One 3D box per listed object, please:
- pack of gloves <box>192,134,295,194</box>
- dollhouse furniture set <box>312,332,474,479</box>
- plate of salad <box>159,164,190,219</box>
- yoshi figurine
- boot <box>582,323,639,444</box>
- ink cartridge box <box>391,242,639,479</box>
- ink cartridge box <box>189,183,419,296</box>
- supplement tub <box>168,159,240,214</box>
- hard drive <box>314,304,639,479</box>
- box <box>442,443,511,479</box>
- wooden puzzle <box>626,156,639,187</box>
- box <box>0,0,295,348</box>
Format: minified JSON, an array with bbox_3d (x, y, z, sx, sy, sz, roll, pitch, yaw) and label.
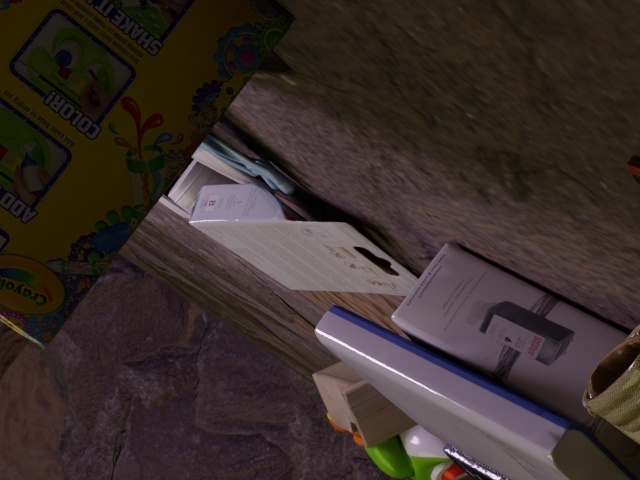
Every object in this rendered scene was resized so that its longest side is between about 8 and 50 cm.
[{"bbox_3d":[-0.131,-0.119,1.350,0.232,0.046,0.195,28,174,-18],"label":"pack of gloves"},{"bbox_3d":[0.159,0.308,1.478,0.256,0.362,0.394,162,84,-81],"label":"dollhouse furniture set"},{"bbox_3d":[-0.167,-0.070,1.624,0.200,0.048,0.200,33,-168,-8],"label":"plate of salad"},{"bbox_3d":[0.179,0.319,1.847,0.362,0.203,0.203,46,126,-13],"label":"yoshi figurine"},{"bbox_3d":[0.292,0.155,0.963,0.203,0.095,0.262,34,169,10],"label":"boot"},{"bbox_3d":[0.192,0.110,1.114,0.218,0.092,0.158,31,170,38],"label":"ink cartridge box"},{"bbox_3d":[0.000,0.000,1.399,0.232,0.066,0.189,-4,151,40],"label":"ink cartridge box"},{"bbox_3d":[-0.119,-0.047,1.522,0.107,0.071,0.071,38,171,-10],"label":"supplement tub"},{"bbox_3d":[0.153,0.166,1.125,0.210,0.040,0.318,42,169,-35],"label":"hard drive"},{"bbox_3d":[0.275,0.230,1.265,0.163,0.142,0.247,44,167,-35],"label":"box"},{"bbox_3d":[0.197,-0.023,0.699,0.049,0.006,0.083,27,167,43],"label":"wooden puzzle"},{"bbox_3d":[-0.204,-0.094,0.949,0.177,0.279,0.290,38,170,-16],"label":"box"}]
